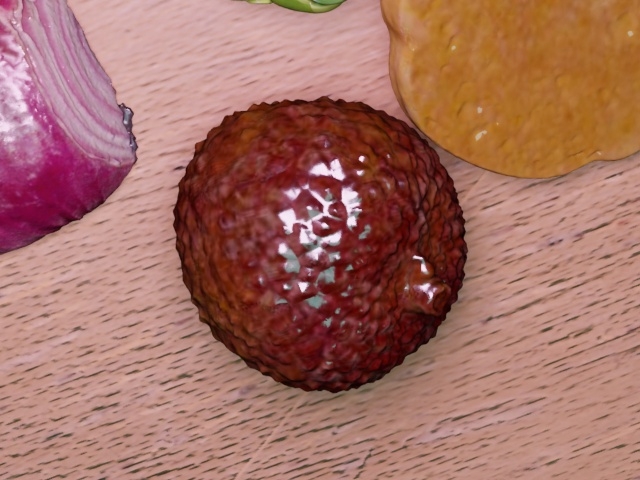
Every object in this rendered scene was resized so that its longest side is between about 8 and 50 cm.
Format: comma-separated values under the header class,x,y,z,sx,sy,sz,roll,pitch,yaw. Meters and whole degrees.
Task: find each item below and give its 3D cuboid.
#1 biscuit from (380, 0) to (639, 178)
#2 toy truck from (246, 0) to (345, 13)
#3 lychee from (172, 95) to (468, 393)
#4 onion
class,x,y,z,sx,sy,sz,roll,pitch,yaw
biscuit,0.224,-0.206,1.605,0.351,0.057,0.312,-44,126,7
toy truck,-0.041,-0.278,1.565,0.210,0.148,0.187,-14,113,21
lychee,0.000,0.000,1.599,0.260,0.260,0.261,-1,107,-4
onion,-0.300,-0.098,1.610,0.247,0.111,0.250,-27,109,2
